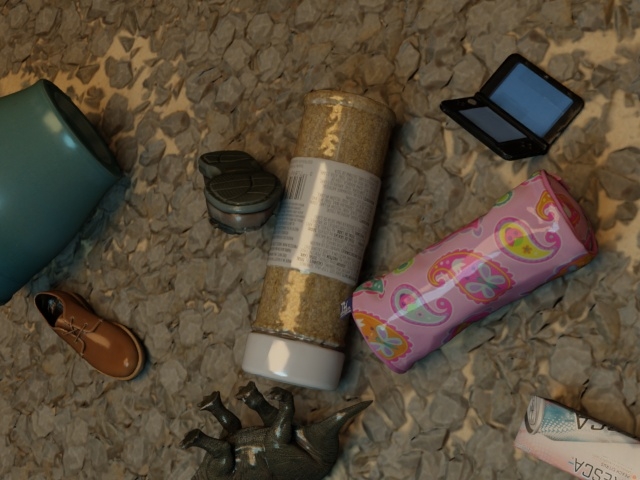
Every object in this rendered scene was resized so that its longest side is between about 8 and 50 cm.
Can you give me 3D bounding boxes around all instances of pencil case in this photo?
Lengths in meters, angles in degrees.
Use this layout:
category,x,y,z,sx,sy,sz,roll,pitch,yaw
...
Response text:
category,x,y,z,sx,sy,sz,roll,pitch,yaw
pencil case,0.165,0.035,1.201,0.284,0.124,0.124,-33,62,23

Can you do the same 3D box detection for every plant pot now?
category,x,y,z,sx,sy,sz,roll,pitch,yaw
plant pot,-0.439,-0.087,1.552,0.255,0.271,0.271,-35,60,3

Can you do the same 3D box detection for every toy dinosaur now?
category,x,y,z,sx,sy,sz,roll,pitch,yaw
toy dinosaur,-0.063,0.256,1.297,0.313,0.160,0.121,-28,20,11

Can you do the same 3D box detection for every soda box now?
category,x,y,z,sx,sy,sz,roll,pitch,yaw
soda box,0.296,0.223,1.103,0.183,0.058,0.063,22,89,34

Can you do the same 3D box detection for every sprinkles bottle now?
category,x,y,z,sx,sy,sz,roll,pitch,yaw
sprinkles bottle,0.000,0.000,1.314,0.121,0.121,0.355,8,82,34

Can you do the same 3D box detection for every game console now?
category,x,y,z,sx,sy,sz,roll,pitch,yaw
game console,0.220,-0.157,1.248,0.122,0.107,0.071,44,130,34

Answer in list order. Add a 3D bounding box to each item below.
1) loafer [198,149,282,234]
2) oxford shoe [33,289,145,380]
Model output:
category,x,y,z,sx,sy,sz,roll,pitch,yaw
loafer,-0.102,-0.047,1.356,0.267,0.096,0.084,-122,28,-69
oxford shoe,-0.333,0.134,1.522,0.212,0.076,0.076,29,92,33
